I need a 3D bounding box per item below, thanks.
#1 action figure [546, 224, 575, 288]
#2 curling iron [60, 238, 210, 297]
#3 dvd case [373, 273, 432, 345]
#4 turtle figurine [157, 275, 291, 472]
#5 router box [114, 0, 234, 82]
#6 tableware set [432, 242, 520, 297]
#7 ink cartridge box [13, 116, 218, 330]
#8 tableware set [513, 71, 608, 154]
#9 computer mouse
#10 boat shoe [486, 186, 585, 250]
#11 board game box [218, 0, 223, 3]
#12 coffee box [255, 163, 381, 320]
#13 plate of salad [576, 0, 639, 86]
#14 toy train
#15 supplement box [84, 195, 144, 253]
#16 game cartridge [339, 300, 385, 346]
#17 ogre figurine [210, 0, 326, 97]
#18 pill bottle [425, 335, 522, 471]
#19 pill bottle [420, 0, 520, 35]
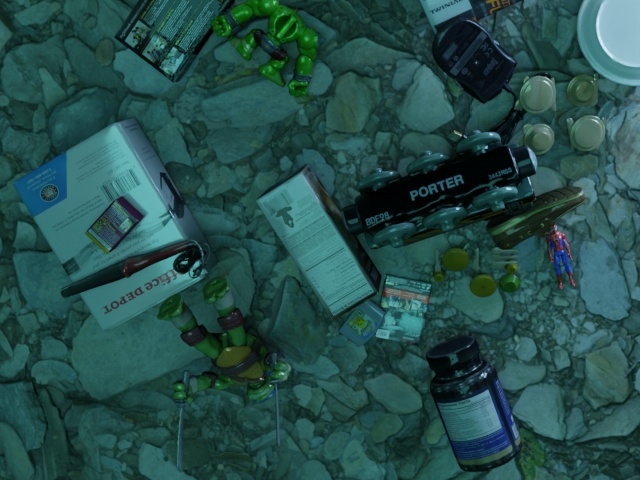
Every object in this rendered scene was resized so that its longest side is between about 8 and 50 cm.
[{"bbox_3d":[0.420,0.026,1.972,0.038,0.030,0.115,-13,97,14],"label":"action figure"},{"bbox_3d":[-0.318,0.057,1.924,0.274,0.035,0.068,-14,99,7],"label":"curling iron"},{"bbox_3d":[0.149,0.126,2.028,0.087,0.013,0.119,10,101,5],"label":"dvd case"},{"bbox_3d":[-0.163,0.218,1.926,0.198,0.274,0.266,-4,124,43],"label":"turtle figurine"},{"bbox_3d":[-0.254,-0.386,1.960,0.133,0.046,0.179,37,102,-1],"label":"router box"},{"bbox_3d":[0.276,0.053,1.991,0.154,0.024,0.104,-1,119,7],"label":"tableware set"},{"bbox_3d":[-0.357,-0.030,1.996,0.223,0.129,0.307,-29,97,10],"label":"ink cartridge box"},{"bbox_3d":[0.410,-0.215,1.913,0.169,0.020,0.141,-6,110,-8],"label":"tableware set"},{"bbox_3d":[0.250,-0.257,1.882,0.262,0.060,0.184,26,104,-35],"label":"computer mouse"},{"bbox_3d":[0.378,-0.038,1.949,0.178,0.064,0.060,-26,107,18],"label":"boat shoe"},{"bbox_3d":[-0.204,-0.519,1.906,0.193,0.045,0.147,35,81,-1],"label":"board game box"},{"bbox_3d":[0.000,0.000,1.957,0.098,0.141,0.246,-32,97,11],"label":"coffee box"},{"bbox_3d":[0.528,-0.356,1.877,0.200,0.048,0.200,0,90,6],"label":"plate of salad"},{"bbox_3d":[0.207,-0.072,1.893,0.334,0.190,0.142,-20,74,12],"label":"toy train"},{"bbox_3d":[-0.350,-0.026,1.907,0.055,0.043,0.083,44,102,-4],"label":"supplement box"},{"bbox_3d":[0.078,0.150,2.032,0.056,0.017,0.083,37,109,6],"label":"game cartridge"},{"bbox_3d":[-0.077,-0.344,1.924,0.197,0.097,0.118,46,111,4],"label":"ogre figurine"},{"bbox_3d":[0.267,0.287,1.990,0.123,0.123,0.219,-19,97,10],"label":"pill bottle"},{"bbox_3d":[0.278,-0.441,1.846,0.246,0.130,0.130,-23,97,11],"label":"pill bottle"}]
